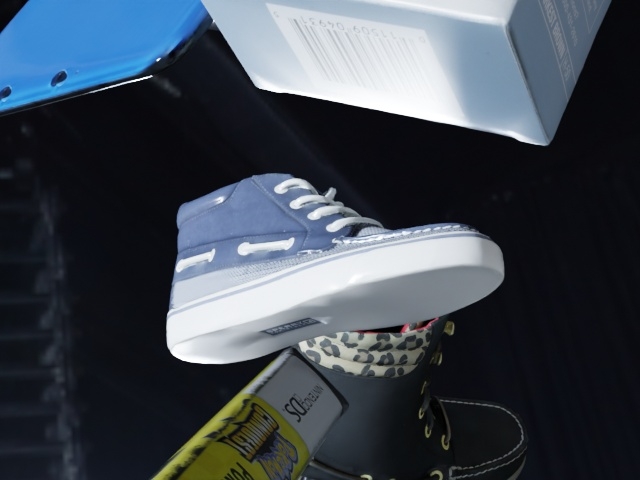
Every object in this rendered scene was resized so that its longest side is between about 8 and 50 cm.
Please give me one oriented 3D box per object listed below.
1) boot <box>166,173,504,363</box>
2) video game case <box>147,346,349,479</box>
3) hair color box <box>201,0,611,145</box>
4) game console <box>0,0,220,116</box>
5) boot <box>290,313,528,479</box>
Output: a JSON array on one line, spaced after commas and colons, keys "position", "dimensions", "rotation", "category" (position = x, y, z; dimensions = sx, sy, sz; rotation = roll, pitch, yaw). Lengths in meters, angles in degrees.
[{"position": [0.000, 0.000, 0.711], "dimensions": [0.190, 0.086, 0.069], "rotation": [-15, -26, 29], "category": "boot"}, {"position": [-0.113, 0.157, 0.437], "dimensions": [0.275, 0.035, 0.248], "rotation": [-45, -2, 11], "category": "video game case"}, {"position": [0.098, -0.249, 0.791], "dimensions": [0.185, 0.374, 0.113], "rotation": [15, -22, 28], "category": "hair color box"}, {"position": [-0.082, -0.144, 0.990], "dimensions": [0.250, 0.173, 0.293], "rotation": [15, -13, -41], "category": "game console"}, {"position": [0.063, 0.100, 0.934], "dimensions": [0.236, 0.085, 0.178], "rotation": [-1, -47, -29], "category": "boot"}]
